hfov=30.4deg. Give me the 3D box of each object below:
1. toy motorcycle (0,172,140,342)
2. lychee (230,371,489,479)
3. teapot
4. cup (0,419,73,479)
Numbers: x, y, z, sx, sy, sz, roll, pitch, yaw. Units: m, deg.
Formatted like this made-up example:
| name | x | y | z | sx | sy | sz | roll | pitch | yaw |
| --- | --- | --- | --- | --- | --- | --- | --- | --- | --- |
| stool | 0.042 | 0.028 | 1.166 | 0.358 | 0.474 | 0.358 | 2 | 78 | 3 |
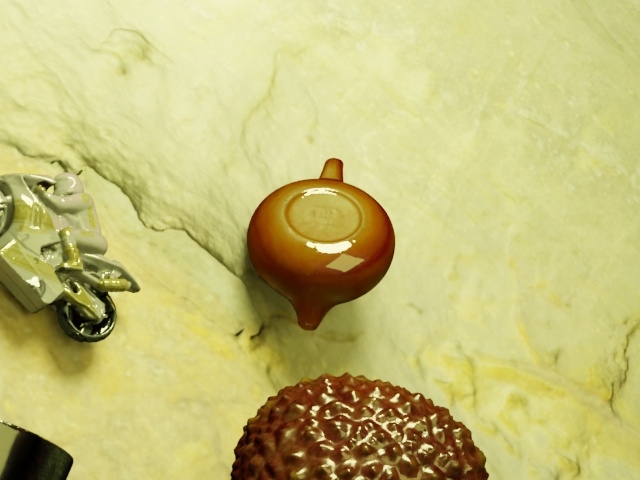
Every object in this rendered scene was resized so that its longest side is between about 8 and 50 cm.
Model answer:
| name | x | y | z | sx | sy | sz | roll | pitch | yaw |
| --- | --- | --- | --- | --- | --- | --- | --- | --- | --- |
| toy motorcycle | -0.287 | -0.003 | 1.263 | 0.225 | 0.073 | 0.152 | 43 | 51 | -14 |
| lychee | 0.035 | 0.277 | 1.273 | 0.276 | 0.304 | 0.275 | -11 | 90 | -70 |
| teapot | 0.000 | 0.000 | 1.444 | 0.178 | 0.135 | 0.252 | 11 | 44 | -1 |
| cup | -0.369 | 0.255 | 1.092 | 0.166 | 0.239 | 0.177 | 62 | 41 | -59 |
